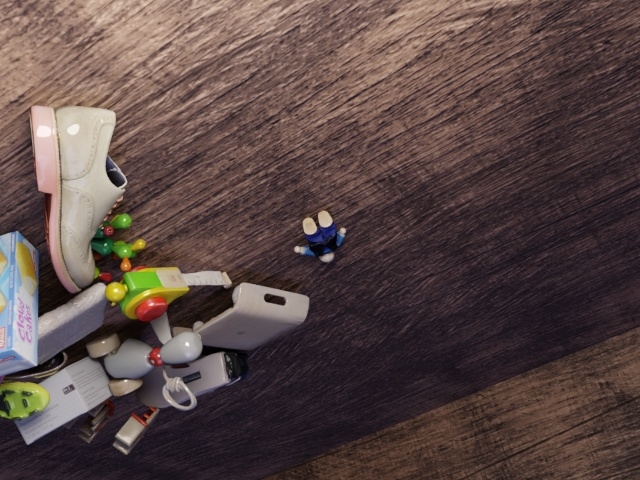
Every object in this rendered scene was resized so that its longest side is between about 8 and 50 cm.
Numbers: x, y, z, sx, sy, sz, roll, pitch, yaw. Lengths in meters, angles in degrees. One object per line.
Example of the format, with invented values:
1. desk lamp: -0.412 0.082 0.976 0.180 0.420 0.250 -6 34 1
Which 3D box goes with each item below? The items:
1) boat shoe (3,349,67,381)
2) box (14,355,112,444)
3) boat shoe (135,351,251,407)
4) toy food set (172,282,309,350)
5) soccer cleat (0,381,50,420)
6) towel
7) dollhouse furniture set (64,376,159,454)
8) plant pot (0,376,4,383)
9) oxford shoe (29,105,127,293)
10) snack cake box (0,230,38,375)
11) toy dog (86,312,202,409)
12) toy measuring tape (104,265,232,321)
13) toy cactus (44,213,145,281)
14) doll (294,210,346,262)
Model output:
1. boat shoe: -0.766 0.279 1.625 0.325 0.116 0.097 8 166 -38
2. box: -0.641 0.390 1.718 0.181 0.119 0.182 -30 179 6
3. boat shoe: -0.361 0.404 2.009 0.341 0.127 0.158 -16 166 22
4. toy food set: -0.209 0.198 1.791 0.220 0.092 0.306 16 145 -40
5. soccer cleat: -0.743 0.358 1.594 0.289 0.121 0.093 -11 108 15
6. towel: -0.562 0.185 1.530 0.187 0.049 0.282 -36 174 -30
7. dollhouse furniture set: -0.603 0.470 1.948 0.259 0.135 0.262 33 139 4
8. plant pot: -0.748 0.201 1.481 0.180 0.201 0.201 22 135 -23
9. oxford shoe: -0.411 -0.057 1.213 0.147 0.140 0.396 -9 139 -20
10. snack cake box: -0.632 0.128 1.324 0.152 0.264 0.089 -16 147 1
11. toy dog: -0.417 0.281 1.742 0.334 0.161 0.220 5 113 22
12. toy measuring tape: -0.346 0.118 1.547 0.121 0.121 0.330 -36 159 30
13. toy cactus: -0.461 0.015 1.391 0.181 0.112 0.219 18 147 -26
14. doll: 0.000 0.000 1.589 0.129 0.046 0.189 -24 154 -2
